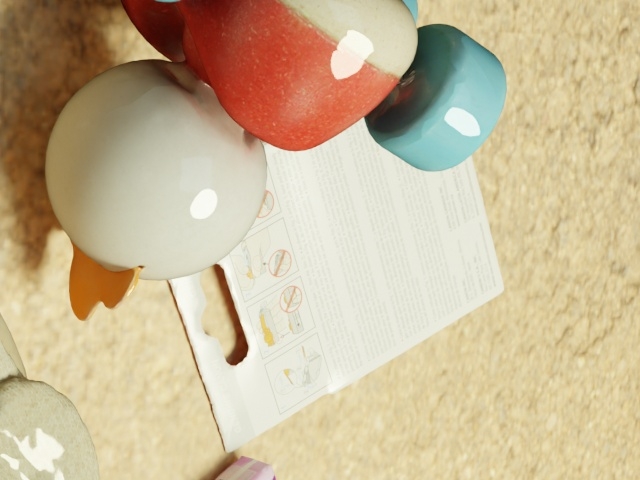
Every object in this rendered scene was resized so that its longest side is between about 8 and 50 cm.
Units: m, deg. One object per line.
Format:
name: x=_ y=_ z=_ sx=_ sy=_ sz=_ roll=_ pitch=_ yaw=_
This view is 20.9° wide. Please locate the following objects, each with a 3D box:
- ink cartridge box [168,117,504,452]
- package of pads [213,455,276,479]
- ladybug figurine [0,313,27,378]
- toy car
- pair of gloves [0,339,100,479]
ink cartridge box: x=0.000 y=0.000 z=1.072 sx=0.225 sy=0.056 sz=0.181 roll=-28 pitch=119 yaw=-23
package of pads: x=-0.058 y=0.172 z=1.032 sx=0.083 sy=0.032 sz=0.050 roll=-38 pitch=127 yaw=-39
ladybug figurine: x=-0.301 y=0.123 z=0.637 sx=0.449 sy=0.162 sz=0.305 roll=-21 pitch=113 yaw=-46
toy car: x=-0.074 y=-0.070 z=0.894 sx=0.219 sy=0.210 sz=0.238 roll=31 pitch=102 yaw=-34
pair of gloves: x=-0.176 y=0.136 z=0.629 sx=0.240 sy=0.042 sz=0.204 roll=-51 pitch=129 yaw=-33
